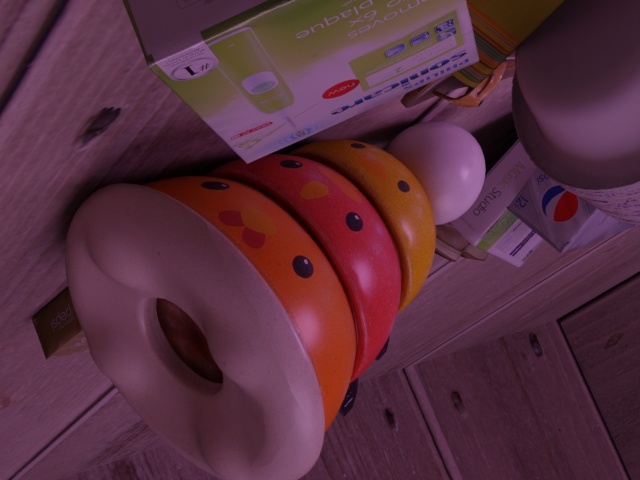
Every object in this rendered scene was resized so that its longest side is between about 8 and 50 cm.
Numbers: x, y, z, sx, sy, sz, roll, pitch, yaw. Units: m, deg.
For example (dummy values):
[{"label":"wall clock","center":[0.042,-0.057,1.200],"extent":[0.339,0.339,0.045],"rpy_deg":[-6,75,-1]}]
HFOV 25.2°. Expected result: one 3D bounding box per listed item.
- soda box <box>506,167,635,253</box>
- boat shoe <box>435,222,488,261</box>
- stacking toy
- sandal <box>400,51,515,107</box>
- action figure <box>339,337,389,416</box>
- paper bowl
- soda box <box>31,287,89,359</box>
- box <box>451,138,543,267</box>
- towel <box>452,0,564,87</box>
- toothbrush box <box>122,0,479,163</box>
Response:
[{"label":"soda box","center":[0.344,-0.064,1.786],"extent":[0.098,0.091,0.286],"rpy_deg":[-55,160,23]},{"label":"boat shoe","center":[0.176,-0.033,1.981],"extent":[0.302,0.109,0.098],"rpy_deg":[8,108,-65]},{"label":"stacking toy","center":[0.000,0.000,1.536],"extent":[0.480,0.350,0.350],"rpy_deg":[-37,177,-33]},{"label":"sandal","center":[0.169,-0.167,1.505],"extent":[0.180,0.049,0.072],"rpy_deg":[-16,166,-26]},{"label":"action figure","center":[-0.064,0.083,1.689],"extent":[0.185,0.285,0.099],"rpy_deg":[-52,156,-15]},{"label":"paper bowl","center":[0.280,-0.166,1.221],"extent":[0.148,0.284,0.284],"rpy_deg":[25,137,-35]},{"label":"soda box","center":[-0.277,0.082,1.735],"extent":[0.061,0.058,0.181],"rpy_deg":[-10,162,-43]},{"label":"box","center":[0.294,-0.077,1.895],"extent":[0.232,0.058,0.322],"rpy_deg":[-48,164,7]},{"label":"towel","center":[0.148,-0.215,1.191],"extent":[0.021,0.102,0.237],"rpy_deg":[-57,-173,-33]},{"label":"toothbrush box","center":[-0.012,-0.175,1.011],"extent":[0.206,0.122,0.283],"rpy_deg":[-23,169,5]}]
